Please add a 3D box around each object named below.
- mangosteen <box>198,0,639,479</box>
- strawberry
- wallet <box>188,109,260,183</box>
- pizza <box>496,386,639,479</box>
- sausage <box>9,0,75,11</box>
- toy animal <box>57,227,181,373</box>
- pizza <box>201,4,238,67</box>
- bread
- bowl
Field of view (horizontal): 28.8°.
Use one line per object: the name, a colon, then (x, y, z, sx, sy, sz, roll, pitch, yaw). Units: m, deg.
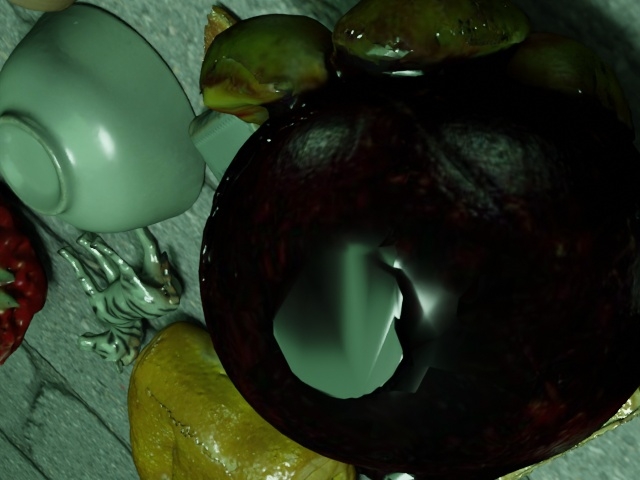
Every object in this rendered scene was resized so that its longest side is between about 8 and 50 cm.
mangosteen: (0.078, -0.008, 0.994, 0.381, 0.381, 0.421, -1, 114, 46)
strawberry: (-0.571, 0.037, 1.798, 0.317, 0.295, 0.345, 24, 171, -24)
wallet: (0.000, 0.000, 1.300, 0.360, 0.083, 0.252, 55, 161, -7)
pizza: (0.207, 0.126, 1.234, 0.188, 0.080, 0.204, -43, 77, 30)
sausage: (-0.255, -0.340, 1.263, 0.123, 0.123, 0.253, 52, 142, -2)
toy animal: (-0.274, 0.061, 1.657, 0.170, 0.090, 0.255, 44, 145, 1)
pizza: (-0.092, -0.199, 1.298, 0.100, 0.029, 0.099, 7, 117, 39)
bread: (-0.121, 0.304, 1.648, 0.337, 0.148, 0.328, 35, 140, 20)
bowl: (-0.289, -0.117, 1.466, 0.289, 0.146, 0.289, 27, 138, 28)
